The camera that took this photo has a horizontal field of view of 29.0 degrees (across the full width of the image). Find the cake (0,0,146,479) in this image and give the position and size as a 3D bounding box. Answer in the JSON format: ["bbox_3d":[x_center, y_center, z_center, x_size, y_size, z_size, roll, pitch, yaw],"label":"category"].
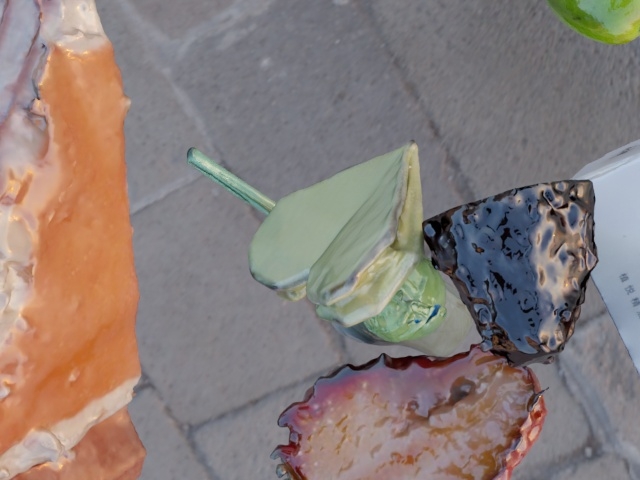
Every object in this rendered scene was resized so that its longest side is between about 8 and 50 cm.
[{"bbox_3d":[-0.142,0.004,0.498,0.098,0.135,0.287,13,111,41],"label":"cake"}]

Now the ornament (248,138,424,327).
[{"bbox_3d":[0.032,-0.016,1.073,0.059,0.201,0.180,43,78,-26],"label":"ornament"}]

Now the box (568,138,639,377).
[{"bbox_3d":[0.336,0.034,1.186,0.111,0.194,0.260,-28,91,24],"label":"box"}]

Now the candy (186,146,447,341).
[{"bbox_3d":[0.000,0.000,1.220,0.335,0.092,0.093,35,114,-30],"label":"candy"}]

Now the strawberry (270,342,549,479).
[{"bbox_3d":[0.097,0.226,1.332,0.253,0.150,0.280,31,83,34],"label":"strawberry"}]

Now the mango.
[{"bbox_3d":[0.186,-0.173,0.824,0.073,0.108,0.056,-47,133,14],"label":"mango"}]

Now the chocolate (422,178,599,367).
[{"bbox_3d":[0.160,0.034,0.986,0.156,0.156,0.133,-14,80,21],"label":"chocolate"}]

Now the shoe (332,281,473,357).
[{"bbox_3d":[0.078,0.072,1.417,0.100,0.251,0.103,23,90,41],"label":"shoe"}]
